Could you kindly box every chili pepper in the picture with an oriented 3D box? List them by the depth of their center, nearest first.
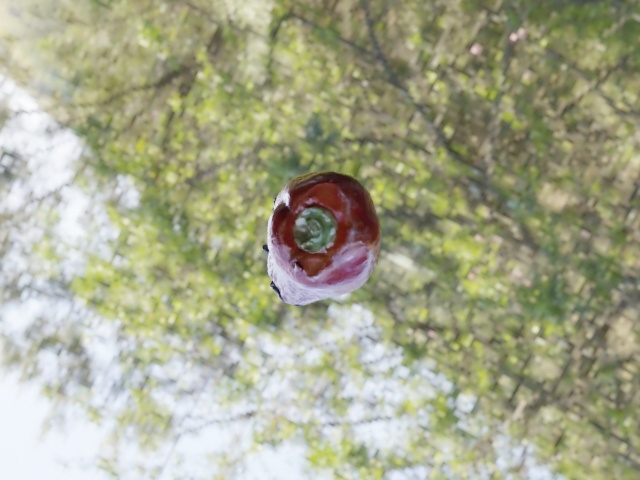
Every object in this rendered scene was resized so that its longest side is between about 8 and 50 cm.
[{"bbox_3d":[0.000,0.000,0.760,0.070,0.073,0.123,31,172,-2],"label":"chili pepper"}]
